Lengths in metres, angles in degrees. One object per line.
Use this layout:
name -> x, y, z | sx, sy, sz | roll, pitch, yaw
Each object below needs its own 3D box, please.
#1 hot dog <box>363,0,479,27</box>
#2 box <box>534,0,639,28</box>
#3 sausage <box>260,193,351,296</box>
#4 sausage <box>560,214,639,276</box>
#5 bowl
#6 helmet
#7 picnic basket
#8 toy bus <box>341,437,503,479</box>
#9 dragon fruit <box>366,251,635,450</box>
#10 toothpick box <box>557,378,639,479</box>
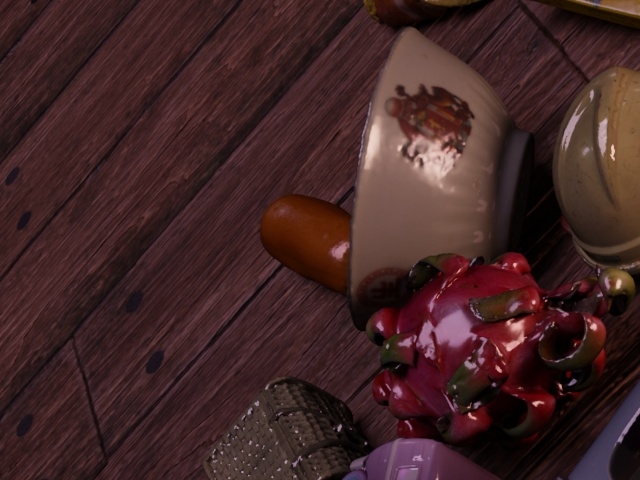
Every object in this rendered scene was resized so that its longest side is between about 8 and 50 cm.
hot dog -> 0.122, -0.345, 2.443 | 0.261, 0.093, 0.123 | -9, 55, 50
box -> 0.321, -0.327, 2.121 | 0.279, 0.041, 0.153 | 21, 78, 38
sausage -> 0.000, 0.000, 2.293 | 0.098, 0.098, 0.238 | -58, 32, -3
sausage -> 0.305, 0.008, 1.921 | 0.029, 0.029, 0.223 | -55, 31, 1
bowl -> 0.143, -0.054, 2.031 | 0.157, 0.337, 0.337 | 10, 62, 12
helmet -> 0.311, -0.106, 1.883 | 0.204, 0.137, 0.257 | -8, 47, 48
picnic basket -> -0.013, 0.259, 2.027 | 0.154, 0.134, 0.196 | -52, 31, 13
toy bus -> 0.091, 0.307, 1.829 | 0.142, 0.142, 0.202 | -21, 45, 44
dragon fruit -> 0.180, 0.113, 1.865 | 0.273, 0.198, 0.218 | 7, 35, 32
toothpick box -> 0.382, 0.140, 1.516 | 0.355, 0.263, 0.263 | -55, 31, 0
